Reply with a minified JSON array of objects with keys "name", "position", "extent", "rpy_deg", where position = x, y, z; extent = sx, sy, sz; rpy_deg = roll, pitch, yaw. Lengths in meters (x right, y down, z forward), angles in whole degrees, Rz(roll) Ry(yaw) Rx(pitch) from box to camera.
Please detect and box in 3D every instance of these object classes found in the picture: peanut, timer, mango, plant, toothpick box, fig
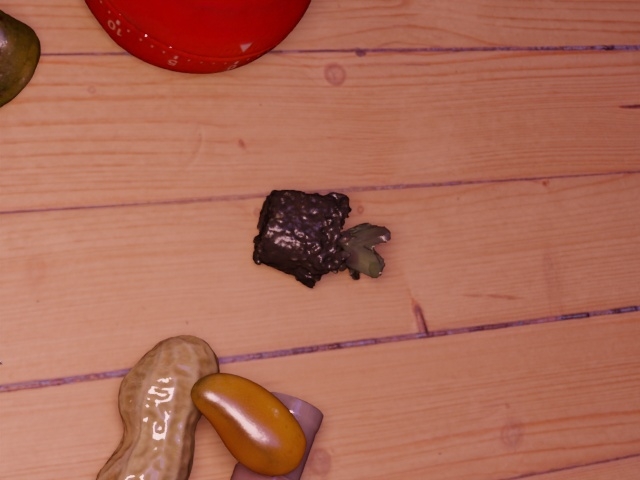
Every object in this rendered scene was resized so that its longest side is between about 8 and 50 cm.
[{"name":"peanut","position":[-0.233,0.268,1.615],"extent":[0.136,0.120,0.298],"rpy_deg":[25,67,-19]},{"name":"timer","position":[-0.184,-0.446,1.755],"extent":[0.378,0.279,0.378],"rpy_deg":[8,70,-22]},{"name":"mango","position":[-0.099,0.251,1.597],"extent":[0.184,0.085,0.102],"rpy_deg":[40,55,-2]},{"name":"plant","position":[0.000,0.000,1.786],"extent":[0.203,0.142,0.131],"rpy_deg":[9,62,-10]},{"name":"toothpick box","position":[-0.064,0.309,1.685],"extent":[0.098,0.098,0.149],"rpy_deg":[27,66,-13]},{"name":"fig","position":[-0.494,-0.252,1.676],"extent":[0.185,0.126,0.133],"rpy_deg":[-50,138,12]}]

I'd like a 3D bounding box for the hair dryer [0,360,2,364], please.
[{"name":"hair dryer","position":[-0.492,0.145,1.596],"extent":[0.114,0.037,0.063],"rpy_deg":[34,67,-18]}]
